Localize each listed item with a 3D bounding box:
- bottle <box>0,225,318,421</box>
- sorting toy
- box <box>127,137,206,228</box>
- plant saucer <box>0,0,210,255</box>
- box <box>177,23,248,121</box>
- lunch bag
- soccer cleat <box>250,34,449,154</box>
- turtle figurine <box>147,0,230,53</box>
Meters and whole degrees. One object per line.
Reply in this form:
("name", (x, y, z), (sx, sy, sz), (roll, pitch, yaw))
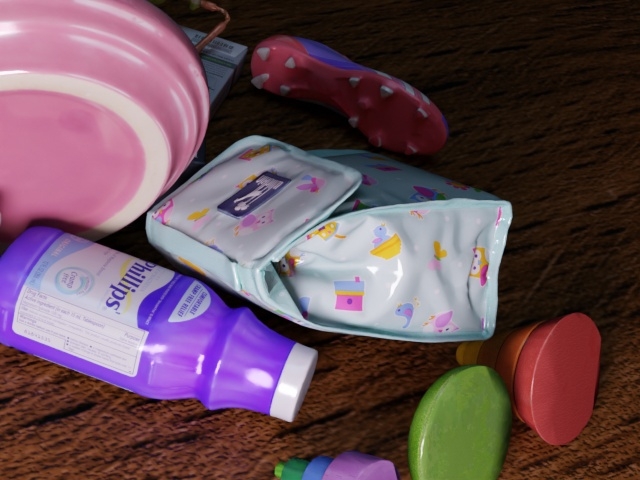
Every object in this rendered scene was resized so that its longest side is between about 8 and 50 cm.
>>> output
("bottle", (-0.144, 0.078, 1.433), (0.283, 0.092, 0.118), (20, 33, 8))
("sorting toy", (0.096, 0.150, 1.436), (0.126, 0.127, 0.365), (12, 25, 40))
("box", (-0.196, -0.094, 1.656), (0.156, 0.093, 0.158), (8, 37, -10))
("plant saucer", (-0.258, -0.091, 1.437), (0.332, 0.332, 0.084), (3, 52, -17))
("box", (-0.176, -0.181, 1.830), (0.145, 0.038, 0.186), (18, 34, 5))
("lunch bag", (0.000, 0.000, 1.481), (0.262, 0.160, 0.223), (0, 14, -33))
("soccer cleat", (0.039, -0.171, 1.862), (0.248, 0.083, 0.095), (23, 31, 16))
("turtle figurine", (-0.244, -0.291, 1.822), (0.269, 0.087, 0.217), (-15, 54, -33))
